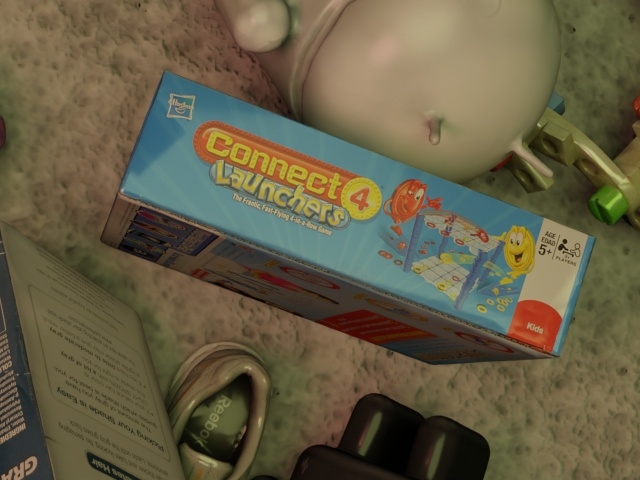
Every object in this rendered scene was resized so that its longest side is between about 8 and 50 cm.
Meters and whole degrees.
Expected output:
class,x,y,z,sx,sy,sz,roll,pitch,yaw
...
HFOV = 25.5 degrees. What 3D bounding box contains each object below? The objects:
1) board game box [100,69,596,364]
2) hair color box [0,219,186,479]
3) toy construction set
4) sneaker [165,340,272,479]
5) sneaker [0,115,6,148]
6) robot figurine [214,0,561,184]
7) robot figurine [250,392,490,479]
class,x,y,z,sx,sy,sz,roll,pitch,yaw
board game box,0.000,0.000,1.034,0.302,0.308,0.086,20,81,-9
hair color box,-0.175,0.169,0.960,0.105,0.174,0.347,-34,49,13
toy construction set,0.286,-0.131,1.177,0.328,0.151,0.215,-36,117,-4
sneaker,-0.110,0.199,1.092,0.099,0.121,0.262,21,82,-7
sneaker,-0.344,-0.144,1.097,0.104,0.095,0.236,-41,89,-4
robot figurine,0.046,-0.175,1.055,0.300,0.199,0.353,-1,44,-34
robot figurine,0.035,0.262,1.085,0.174,0.209,0.278,25,82,-20
